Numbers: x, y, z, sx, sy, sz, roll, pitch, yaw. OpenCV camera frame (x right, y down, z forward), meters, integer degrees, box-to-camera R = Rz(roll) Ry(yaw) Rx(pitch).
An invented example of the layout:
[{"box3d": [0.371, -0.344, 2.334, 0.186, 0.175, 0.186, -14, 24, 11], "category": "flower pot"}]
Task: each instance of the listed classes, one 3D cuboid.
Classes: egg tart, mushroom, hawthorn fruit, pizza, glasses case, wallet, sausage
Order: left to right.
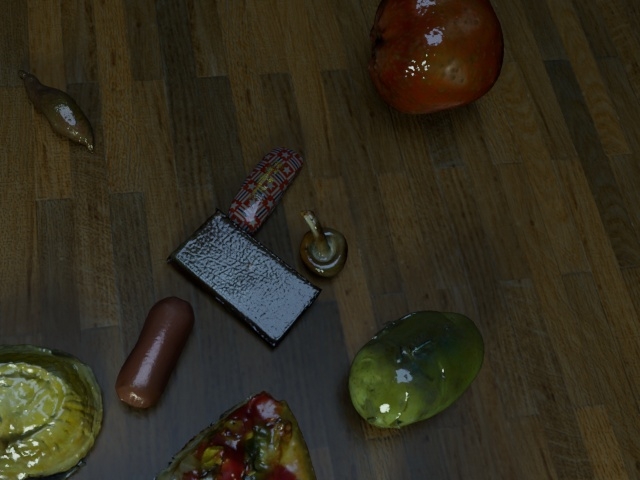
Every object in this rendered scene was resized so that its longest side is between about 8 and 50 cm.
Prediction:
[{"box3d": [-0.452, 0.253, 1.234, 0.252, 0.098, 0.232, 42, 68, 7], "category": "egg tart"}, {"box3d": [-0.264, 0.178, 1.314, 0.077, 0.077, 0.194, 21, 62, 1], "category": "sausage"}, {"box3d": [-0.160, 0.429, 1.071, 0.406, 0.130, 0.440, 3, 76, -38], "category": "pizza"}, {"box3d": [-0.131, 0.063, 1.412, 0.243, 0.039, 0.133, 37, 72, 11], "category": "wallet"}, {"box3d": [-0.103, -0.097, 1.494, 0.073, 0.049, 0.194, 29, 62, 6], "category": "glasses case"}, {"box3d": [-0.002, -0.001, 1.446, 0.088, 0.073, 0.129, -26, 104, -6], "category": "mushroom"}, {"box3d": [0.228, -0.377, 1.584, 0.300, 0.275, 0.275, -6, 64, -29], "category": "hawthorn fruit"}]

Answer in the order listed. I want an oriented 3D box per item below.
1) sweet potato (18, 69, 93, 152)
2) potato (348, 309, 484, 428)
[{"box3d": [-0.488, -0.251, 1.496, 0.068, 0.068, 0.226, -39, 75, -25], "category": "sweet potato"}, {"box3d": [0.157, 0.203, 1.336, 0.248, 0.143, 0.169, -27, 78, -22], "category": "potato"}]
